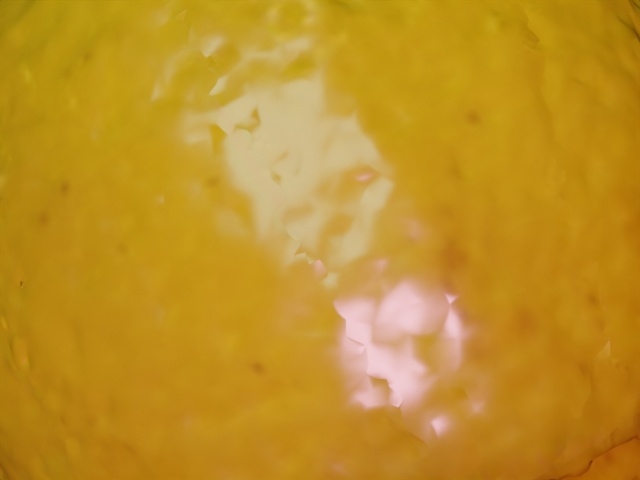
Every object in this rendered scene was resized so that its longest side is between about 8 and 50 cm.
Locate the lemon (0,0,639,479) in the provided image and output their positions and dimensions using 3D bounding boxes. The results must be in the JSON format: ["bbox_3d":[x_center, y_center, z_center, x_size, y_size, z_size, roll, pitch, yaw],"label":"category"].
[{"bbox_3d":[0.001,0.001,0.548,0.293,0.293,0.293,-8,62,16],"label":"lemon"}]
